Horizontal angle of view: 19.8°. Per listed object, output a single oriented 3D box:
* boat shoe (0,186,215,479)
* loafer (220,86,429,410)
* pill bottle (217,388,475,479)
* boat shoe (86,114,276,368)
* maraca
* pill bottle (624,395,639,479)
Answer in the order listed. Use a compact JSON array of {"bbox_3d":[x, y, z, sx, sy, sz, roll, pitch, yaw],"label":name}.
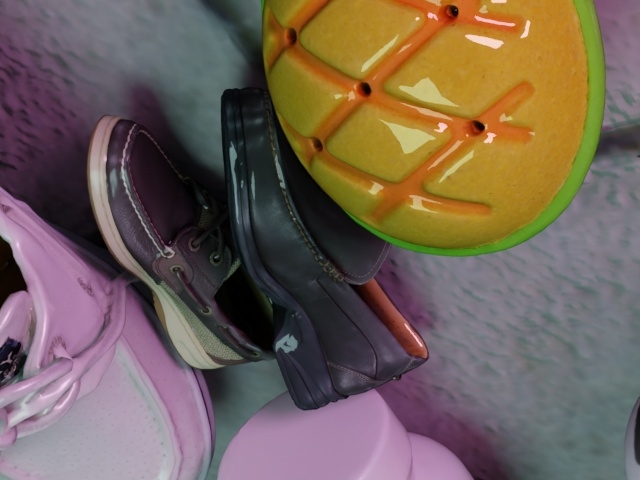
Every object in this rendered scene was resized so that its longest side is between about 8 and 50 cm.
[{"bbox_3d":[-0.147,0.036,0.753,0.136,0.156,0.367,-35,128,1],"label":"boat shoe"},{"bbox_3d":[0.000,0.000,0.765,0.061,0.062,0.170,-12,136,8],"label":"loafer"},{"bbox_3d":[0.037,0.165,0.874,0.118,0.117,0.208,-7,131,33],"label":"pill bottle"},{"bbox_3d":[-0.054,0.001,0.792,0.049,0.056,0.152,-2,144,21],"label":"boat shoe"},{"bbox_3d":[0.032,-0.082,0.622,0.127,0.099,0.185,-6,106,29],"label":"maraca"},{"bbox_3d":[0.209,0.049,0.655,0.119,0.119,0.208,30,141,-6],"label":"pill bottle"}]
